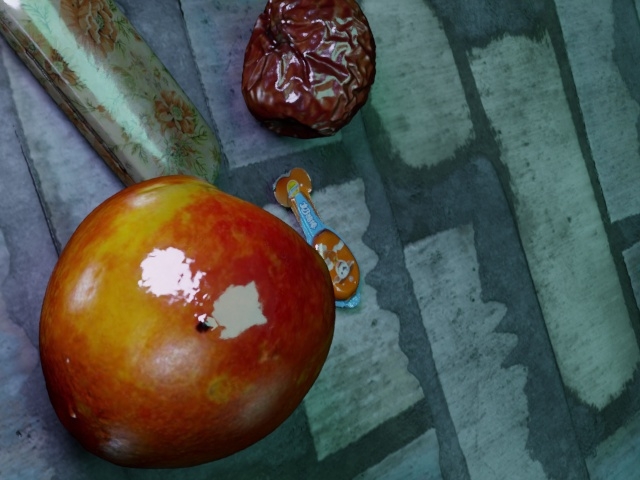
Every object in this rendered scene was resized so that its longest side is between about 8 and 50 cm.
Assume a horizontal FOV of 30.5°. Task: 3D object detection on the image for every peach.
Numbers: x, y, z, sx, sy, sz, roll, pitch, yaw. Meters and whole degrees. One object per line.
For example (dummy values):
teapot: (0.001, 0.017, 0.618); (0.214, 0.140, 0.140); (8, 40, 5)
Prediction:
peach: (-0.175, 0.113, 1.496); (0.388, 0.388, 0.388); (11, 74, -42)

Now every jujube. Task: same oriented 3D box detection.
jujube: (-0.012, -0.276, 1.816); (0.213, 0.213, 0.232); (21, 75, -39)

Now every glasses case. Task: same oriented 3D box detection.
glasses case: (-0.293, -0.222, 1.616); (0.425, 0.098, 0.156); (53, 50, -22)

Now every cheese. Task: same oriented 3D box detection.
cheese: (0.000, 0.000, 1.893); (0.106, 0.037, 0.256); (-41, 110, -42)
